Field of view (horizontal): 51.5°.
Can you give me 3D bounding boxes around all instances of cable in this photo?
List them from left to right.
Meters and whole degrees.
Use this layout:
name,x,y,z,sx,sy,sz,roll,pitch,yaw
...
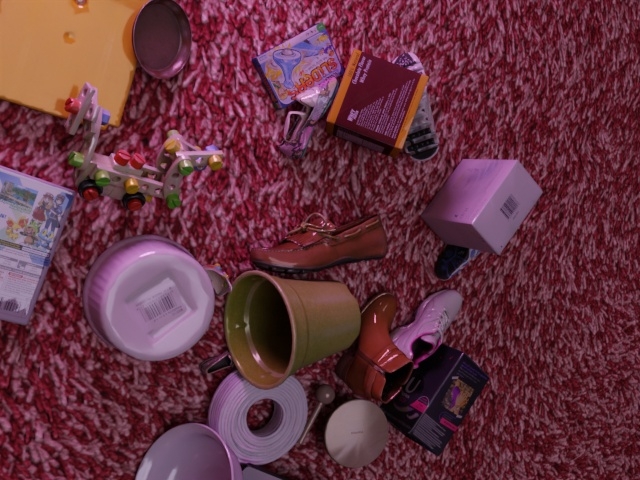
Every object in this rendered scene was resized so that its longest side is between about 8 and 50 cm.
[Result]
name,x,y,z,sx,sy,sz,roll,pitch,yaw
cable,-0.155,0.431,1.656,0.257,0.089,0.257,10,92,-30

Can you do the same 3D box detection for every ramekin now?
name,x,y,z,sx,sy,sz,roll,pitch,yaw
ramekin,-0.370,0.131,1.464,0.277,0.135,0.277,-5,99,-29

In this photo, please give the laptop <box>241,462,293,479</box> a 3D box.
name,x,y,z,sx,sy,sz,roll,pitch,yaw
laptop,-0.140,0.818,1.629,0.382,0.236,0.408,33,106,-29

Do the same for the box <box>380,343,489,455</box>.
name,x,y,z,sx,sy,sz,roll,pitch,yaw
box,0.319,0.437,1.878,0.143,0.165,0.270,44,76,-26

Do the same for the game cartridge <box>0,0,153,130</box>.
name,x,y,z,sx,sy,sz,roll,pitch,yaw
game cartridge,-0.514,-0.413,1.354,0.285,0.053,0.323,16,92,-30

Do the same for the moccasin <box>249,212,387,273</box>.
name,x,y,z,sx,sy,sz,roll,pitch,yaw
moccasin,0.001,0.000,1.652,0.380,0.139,0.146,-10,96,-25

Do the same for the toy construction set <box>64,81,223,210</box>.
name,x,y,z,sx,sy,sz,roll,pitch,yaw
toy construction set,-0.387,-0.173,1.373,0.328,0.151,0.215,27,123,-34

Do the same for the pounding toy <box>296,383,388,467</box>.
name,x,y,z,sx,sy,sz,roll,pitch,yaw
pounding toy,0.057,0.496,1.786,0.237,0.110,0.182,28,81,-16

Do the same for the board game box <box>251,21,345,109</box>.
name,x,y,z,sx,sy,sz,roll,pitch,yaw
board game box,-0.051,-0.424,1.614,0.201,0.035,0.136,-36,113,-20

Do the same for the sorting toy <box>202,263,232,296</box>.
name,x,y,z,sx,sy,sz,roll,pitch,yaw
sorting toy,-0.234,0.093,1.568,0.045,0.075,0.083,-34,113,-20

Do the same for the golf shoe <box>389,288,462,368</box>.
name,x,y,z,sx,sy,sz,roll,pitch,yaw
golf shoe,0.310,0.254,1.862,0.306,0.140,0.115,-41,113,-19

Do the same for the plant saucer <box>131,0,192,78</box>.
name,x,y,z,sx,sy,sz,roll,pitch,yaw
plant saucer,-0.343,-0.432,1.419,0.168,0.029,0.168,-33,131,-49

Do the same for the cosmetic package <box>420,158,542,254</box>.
name,x,y,z,sx,sy,sz,roll,pitch,yaw
cosmetic package,0.439,-0.100,1.828,0.138,0.225,0.224,43,76,-25

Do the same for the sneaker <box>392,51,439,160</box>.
name,x,y,z,sx,sy,sz,roll,pitch,yaw
sneaker,0.248,-0.349,1.764,0.118,0.110,0.291,-7,86,-72

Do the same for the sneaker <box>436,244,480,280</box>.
name,x,y,z,sx,sy,sz,roll,pitch,yaw
sneaker,0.419,0.039,1.922,0.211,0.080,0.081,-47,135,-7

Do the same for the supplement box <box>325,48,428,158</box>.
name,x,y,z,sx,sy,sz,roll,pitch,yaw
supplement box,0.134,-0.333,1.634,0.194,0.129,0.191,20,87,0

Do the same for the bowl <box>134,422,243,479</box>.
name,x,y,z,sx,sy,sz,roll,pitch,yaw
bowl,-0.281,0.581,1.526,0.134,0.298,0.297,38,78,-51

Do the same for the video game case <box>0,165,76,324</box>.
name,x,y,z,sx,sy,sz,roll,pitch,yaw
video game case,-0.699,-0.014,1.316,0.329,0.036,0.299,21,88,-29

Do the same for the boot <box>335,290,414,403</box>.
name,x,y,z,sx,sy,sz,roll,pitch,yaw
boot,0.165,0.277,1.735,0.109,0.220,0.283,41,77,-27

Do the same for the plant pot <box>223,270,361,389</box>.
name,x,y,z,sx,sy,sz,roll,pitch,yaw
plant pot,-0.051,0.195,1.600,0.254,0.276,0.275,-6,101,-41

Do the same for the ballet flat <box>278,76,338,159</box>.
name,x,y,z,sx,sy,sz,roll,pitch,yaw
ballet flat,-0.036,-0.303,1.602,0.079,0.077,0.221,22,104,-27

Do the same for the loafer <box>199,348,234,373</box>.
name,x,y,z,sx,sy,sz,roll,pitch,yaw
loafer,-0.231,0.296,1.621,0.125,0.039,0.045,-22,107,-24
